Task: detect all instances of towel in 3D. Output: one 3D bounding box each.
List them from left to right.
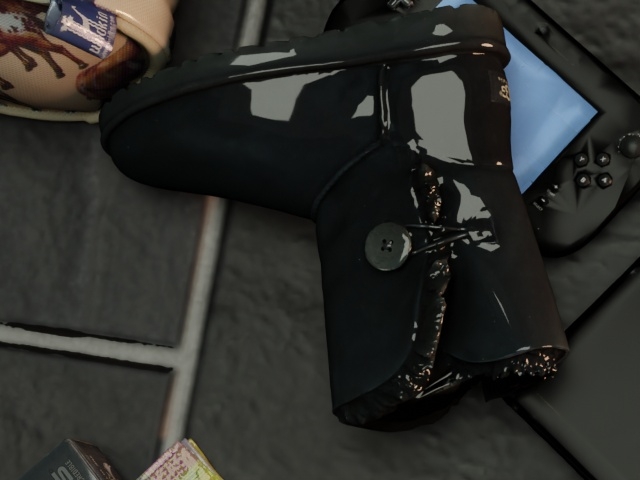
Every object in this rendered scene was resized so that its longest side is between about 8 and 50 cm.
[{"bbox_3d":[-0.084,0.156,1.058,0.083,0.009,0.060,-44,76,-3],"label":"towel"}]

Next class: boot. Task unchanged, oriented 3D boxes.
[{"bbox_3d":[0.000,0.000,1.024,0.246,0.094,0.207,-12,74,18],"label":"boot"}]

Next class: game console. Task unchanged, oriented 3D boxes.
[{"bbox_3d":[0.140,-0.019,1.054,0.213,0.044,0.361,-45,74,-4],"label":"game console"}]

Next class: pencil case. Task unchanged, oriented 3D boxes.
[{"bbox_3d":[-0.143,-0.283,1.082,0.160,0.183,0.410,1,75,23],"label":"pencil case"}]

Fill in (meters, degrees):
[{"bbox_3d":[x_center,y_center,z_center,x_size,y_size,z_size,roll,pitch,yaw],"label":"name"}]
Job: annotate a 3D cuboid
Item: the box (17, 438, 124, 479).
[{"bbox_3d":[-0.126,0.250,1.011,0.183,0.059,0.233,-41,74,1],"label":"box"}]
